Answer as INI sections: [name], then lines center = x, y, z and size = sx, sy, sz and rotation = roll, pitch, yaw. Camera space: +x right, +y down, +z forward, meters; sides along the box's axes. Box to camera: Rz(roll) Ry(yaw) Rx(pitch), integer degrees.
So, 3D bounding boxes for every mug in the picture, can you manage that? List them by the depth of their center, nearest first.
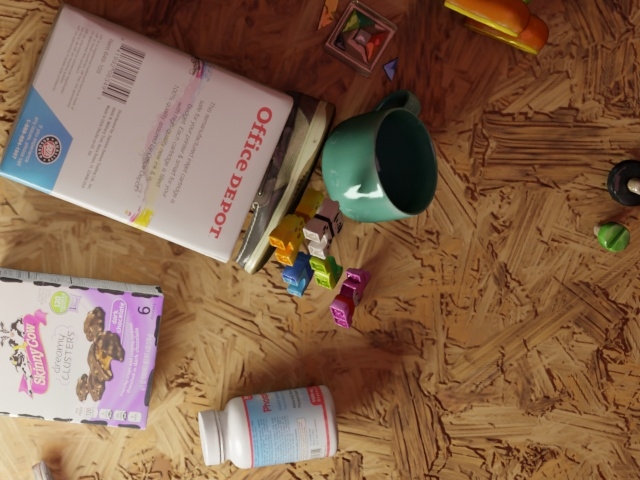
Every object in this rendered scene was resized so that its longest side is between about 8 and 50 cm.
[mug]
center = 0.069, -0.091, 1.958
size = 0.097, 0.157, 0.130
rotation = -10, 109, 37

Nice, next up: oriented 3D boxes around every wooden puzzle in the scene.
[wooden puzzle]
center = 0.047, -0.242, 1.978
size = 0.116, 0.014, 0.079
rotation = 24, 94, -13

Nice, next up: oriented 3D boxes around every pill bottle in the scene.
[pill bottle]
center = -0.063, 0.227, 1.996
size = 0.160, 0.087, 0.087
rotation = -7, 100, -9

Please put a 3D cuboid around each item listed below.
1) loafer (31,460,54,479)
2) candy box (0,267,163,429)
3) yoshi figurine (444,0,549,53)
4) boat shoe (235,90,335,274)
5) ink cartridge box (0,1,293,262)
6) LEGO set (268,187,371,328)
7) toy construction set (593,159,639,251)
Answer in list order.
[loafer]
center = -0.329, 0.327, 1.989
size = 0.039, 0.045, 0.125
rotation = -17, 104, 0
[candy box]
center = -0.293, 0.127, 1.948
size = 0.196, 0.070, 0.165
rotation = 7, 98, -11
[yoshi figurine]
center = 0.295, -0.397, 1.918
size = 0.203, 0.203, 0.362
rotation = 21, 93, -28
[boat shoe]
center = -0.055, -0.071, 1.960
size = 0.073, 0.080, 0.224
rotation = 26, 95, 5
[ink cartridge box]
center = -0.198, -0.125, 1.859
size = 0.270, 0.197, 0.198
rotation = 22, 94, -12
[LEGO set]
center = 0.000, 0.000, 1.949
size = 0.087, 0.227, 0.093
rotation = 20, 66, 20
[toy construction set]
center = 0.527, -0.076, 1.975
size = 0.308, 0.237, 0.258
rotation = 11, 97, -12
